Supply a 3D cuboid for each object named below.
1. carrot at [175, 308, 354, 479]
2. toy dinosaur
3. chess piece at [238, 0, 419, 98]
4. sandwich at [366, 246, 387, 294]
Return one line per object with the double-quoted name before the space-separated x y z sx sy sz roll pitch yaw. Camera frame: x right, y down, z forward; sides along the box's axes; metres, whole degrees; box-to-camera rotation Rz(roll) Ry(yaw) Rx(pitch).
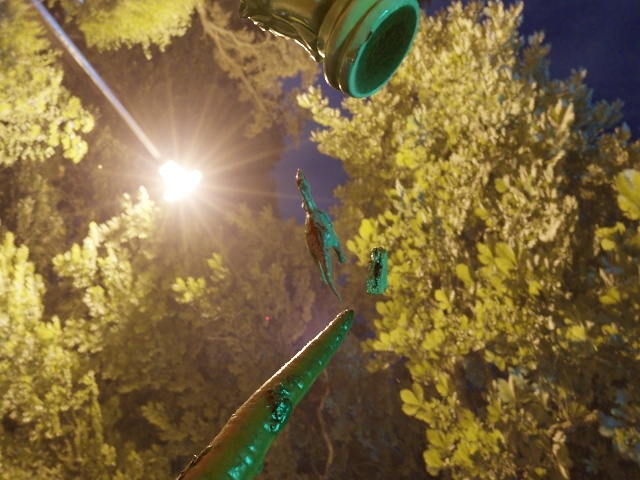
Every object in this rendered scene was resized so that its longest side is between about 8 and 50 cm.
"carrot" -0.038 0.135 0.485 0.049 0.049 0.254 -5 -149 42
"toy dinosaur" 0.000 0.000 1.066 0.053 0.167 0.242 -19 -144 10
"chess piece" -0.012 -0.357 0.913 0.298 0.175 0.176 38 -108 19
"sandwich" 0.126 0.066 1.338 0.036 0.104 0.093 3 -176 14
